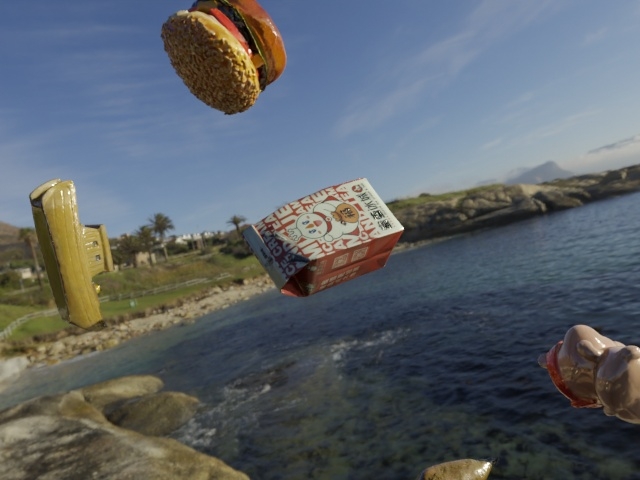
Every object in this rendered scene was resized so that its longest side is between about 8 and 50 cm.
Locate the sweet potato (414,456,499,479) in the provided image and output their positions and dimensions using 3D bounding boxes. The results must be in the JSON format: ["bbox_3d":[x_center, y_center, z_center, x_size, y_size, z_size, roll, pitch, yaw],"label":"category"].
[{"bbox_3d":[0.186,0.427,0.796,0.269,0.075,0.074,-10,-3,-21],"label":"sweet potato"}]

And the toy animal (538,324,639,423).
[{"bbox_3d":[0.540,0.255,0.905,0.171,0.172,0.197,-15,5,-14],"label":"toy animal"}]

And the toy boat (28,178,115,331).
[{"bbox_3d":[-0.492,0.034,0.959,0.088,0.322,0.121,2,17,34],"label":"toy boat"}]

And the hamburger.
[{"bbox_3d":[-0.280,-0.541,1.361,0.250,0.330,0.330,-45,10,-20],"label":"hamburger"}]

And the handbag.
[{"bbox_3d":[0.000,0.000,0.975,0.297,0.171,0.151,-18,-32,-26],"label":"handbag"}]
